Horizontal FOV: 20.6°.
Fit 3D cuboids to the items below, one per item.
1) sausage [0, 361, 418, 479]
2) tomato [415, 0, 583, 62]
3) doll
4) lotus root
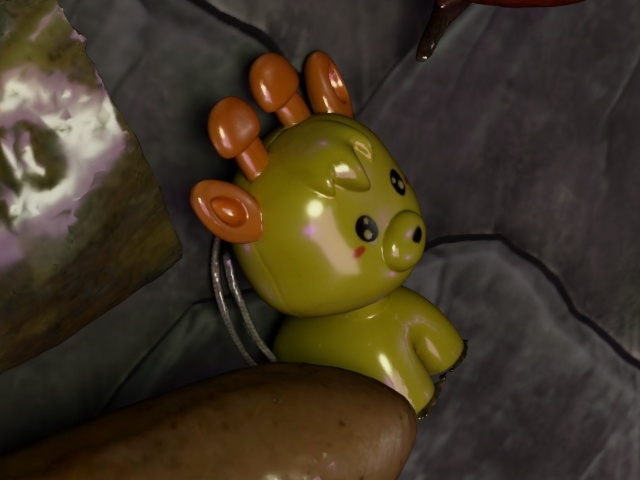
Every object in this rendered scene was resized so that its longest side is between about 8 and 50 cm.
[{"bbox_3d":[-0.183,0.178,0.901,0.500,0.136,0.123,-20,94,-2],"label":"sausage"},{"bbox_3d":[0.131,-0.229,0.871,0.309,0.170,0.309,-25,137,-25],"label":"tomato"},{"bbox_3d":[0.000,0.000,0.985,0.143,0.135,0.221,-52,128,-36],"label":"doll"},{"bbox_3d":[-0.229,-0.029,0.824,0.260,0.149,0.267,-31,122,-11],"label":"lotus root"}]
